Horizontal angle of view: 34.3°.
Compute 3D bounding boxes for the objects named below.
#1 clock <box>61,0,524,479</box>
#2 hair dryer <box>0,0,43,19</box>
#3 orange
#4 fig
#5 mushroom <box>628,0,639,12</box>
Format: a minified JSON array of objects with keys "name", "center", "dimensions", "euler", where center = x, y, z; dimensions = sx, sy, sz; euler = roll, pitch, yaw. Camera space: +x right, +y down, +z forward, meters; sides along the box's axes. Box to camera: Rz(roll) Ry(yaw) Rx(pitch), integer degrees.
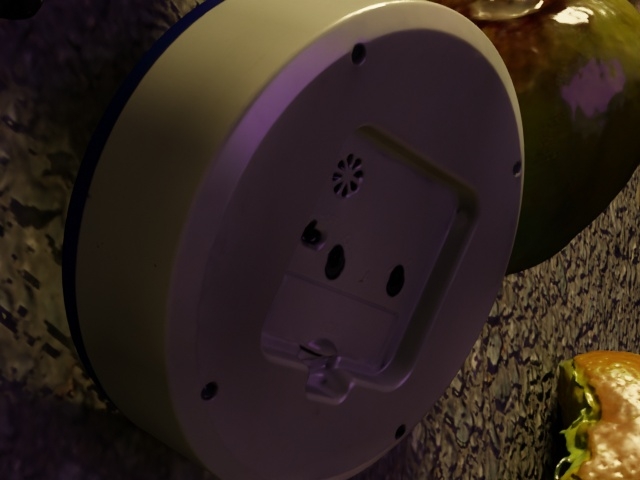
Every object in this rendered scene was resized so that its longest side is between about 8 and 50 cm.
[{"name":"clock","center":[0.000,0.000,0.473],"dimensions":[0.230,0.083,0.230],"euler":[-23,126,-37]},{"name":"hair dryer","center":[-0.076,-0.128,0.458],"dimensions":[0.272,0.091,0.235],"euler":[-51,119,-31]},{"name":"orange","center":[0.263,0.211,0.870],"dimensions":[0.179,0.158,0.237],"euler":[79,27,-42]},{"name":"fig","center":[0.115,-0.071,0.654],"dimensions":[0.181,0.181,0.191],"euler":[-21,127,-57]},{"name":"mushroom","center":[0.369,-0.283,1.205],"dimensions":[0.060,0.061,0.187],"euler":[-47,129,-56]}]
